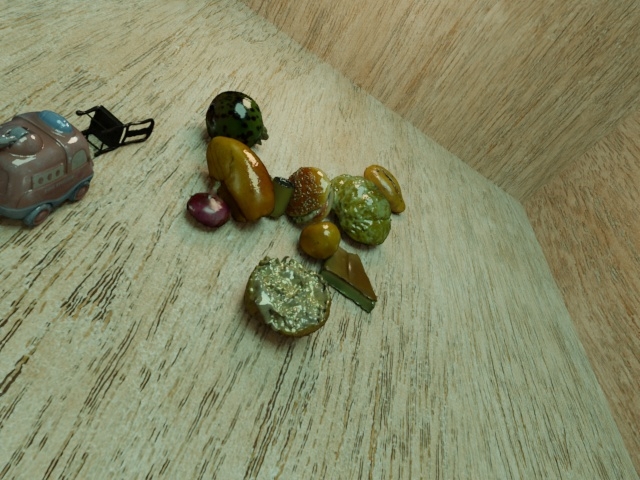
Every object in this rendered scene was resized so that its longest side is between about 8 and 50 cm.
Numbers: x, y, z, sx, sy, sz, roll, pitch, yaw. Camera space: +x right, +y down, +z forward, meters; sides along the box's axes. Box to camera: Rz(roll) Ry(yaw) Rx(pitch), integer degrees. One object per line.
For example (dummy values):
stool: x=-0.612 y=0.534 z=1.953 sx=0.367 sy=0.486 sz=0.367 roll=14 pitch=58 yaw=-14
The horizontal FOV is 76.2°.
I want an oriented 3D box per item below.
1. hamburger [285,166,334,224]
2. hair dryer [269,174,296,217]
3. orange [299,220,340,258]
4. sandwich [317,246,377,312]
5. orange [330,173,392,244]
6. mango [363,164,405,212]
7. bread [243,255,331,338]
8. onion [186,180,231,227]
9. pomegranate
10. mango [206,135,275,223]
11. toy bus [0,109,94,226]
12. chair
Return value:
hamburger: x=-0.048 y=-0.176 z=1.589 sx=0.237 sy=0.237 sz=0.147 roll=54 pitch=22 yaw=17
hair dryer: x=-0.203 y=-0.214 z=1.588 sx=0.090 sy=0.135 sz=0.279 roll=4 pitch=32 yaw=-39
orange: x=0.000 y=0.000 z=1.501 sx=0.154 sy=0.154 sz=0.134 roll=-22 pitch=98 yaw=-51
sandwich: x=0.124 y=0.125 z=1.551 sx=0.245 sy=0.063 sz=0.212 roll=37 pitch=35 yaw=-8
orange: x=0.173 y=-0.150 z=1.768 sx=0.271 sy=0.210 sz=0.369 roll=-14 pitch=64 yaw=-51
mango: x=0.338 y=-0.272 z=2.110 sx=0.177 sy=0.120 sz=0.295 roll=-22 pitch=68 yaw=-49
bread: x=-0.101 y=0.175 z=1.226 sx=0.274 sy=0.149 sz=0.274 roll=19 pitch=45 yaw=-20
onion: x=-0.350 y=-0.125 z=1.323 sx=0.150 sy=0.140 sz=0.150 roll=30 pitch=20 yaw=-12
pomegranate: x=-0.322 y=-0.451 z=1.654 sx=0.306 sy=0.242 sz=0.242 roll=45 pitch=21 yaw=-52
mango: x=-0.285 y=-0.220 z=1.442 sx=0.350 sy=0.199 sz=0.201 roll=63 pitch=-4 yaw=9
toy bus: x=-0.705 y=-0.200 z=1.004 sx=0.197 sy=0.232 sz=0.294 roll=36 pitch=37 yaw=-6
chair: x=-0.666 y=-0.367 z=1.324 sx=0.113 sy=0.106 sz=0.229 roll=41 pitch=34 yaw=-2
